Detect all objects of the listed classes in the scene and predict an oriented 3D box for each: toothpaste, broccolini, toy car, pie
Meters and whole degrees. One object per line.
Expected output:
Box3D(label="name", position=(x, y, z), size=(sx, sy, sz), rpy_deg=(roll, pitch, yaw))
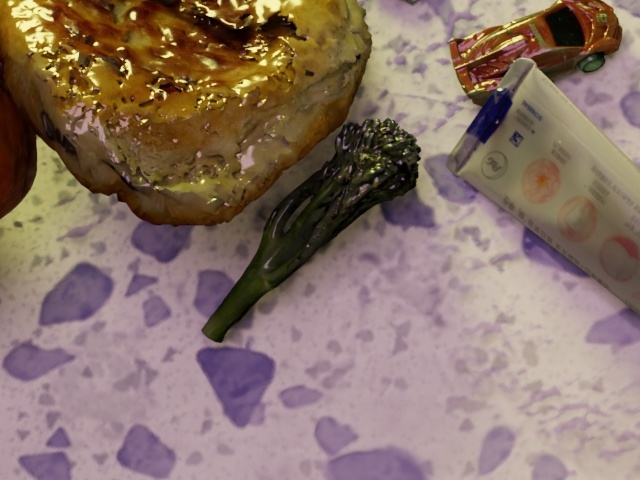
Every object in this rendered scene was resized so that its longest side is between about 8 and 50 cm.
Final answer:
Box3D(label="toothpaste", position=(0.221, 0.010, 1.247), size=(0.323, 0.066, 0.100), rpy_deg=(44, 114, 23))
Box3D(label="broccolini", position=(-0.016, -0.012, 1.296), size=(0.202, 0.091, 0.068), rpy_deg=(-39, 104, 3))
Box3D(label="toy car", position=(0.154, -0.138, 1.324), size=(0.122, 0.035, 0.059), rpy_deg=(-22, 65, 7))
Box3D(label="pie", position=(-0.096, -0.142, 1.295), size=(0.308, 0.085, 0.308), rpy_deg=(3, 44, -3))

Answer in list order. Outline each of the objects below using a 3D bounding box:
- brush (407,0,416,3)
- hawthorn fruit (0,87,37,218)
Box3D(label="brush", position=(0.093, -0.251, 1.387), size=(0.051, 0.014, 0.164), rpy_deg=(27, 79, 18))
Box3D(label="hawthorn fruit", position=(-0.337, -0.091, 1.291), size=(0.242, 0.242, 0.272), rpy_deg=(-33, 103, 0))
